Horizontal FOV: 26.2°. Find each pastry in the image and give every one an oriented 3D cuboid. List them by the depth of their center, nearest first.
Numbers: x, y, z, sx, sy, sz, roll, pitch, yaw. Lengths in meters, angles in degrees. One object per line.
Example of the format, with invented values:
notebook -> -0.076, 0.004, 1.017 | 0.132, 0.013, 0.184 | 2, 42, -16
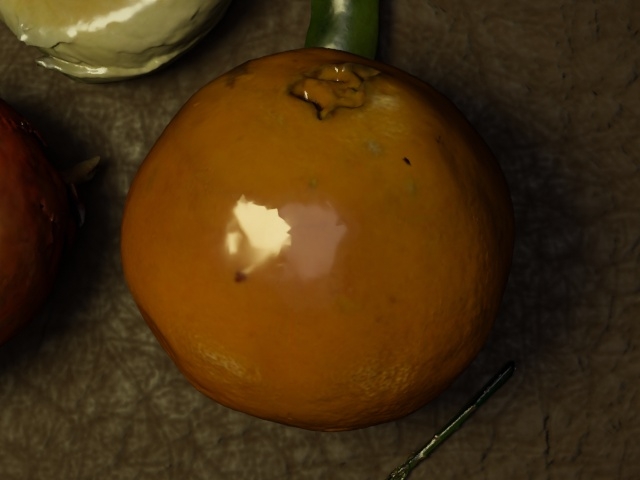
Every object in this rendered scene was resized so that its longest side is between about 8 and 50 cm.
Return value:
pastry -> -0.182, -0.265, 1.183 | 0.265, 0.133, 0.264 | 0, 88, 7

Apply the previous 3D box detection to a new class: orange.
orange -> 0.000, 0.000, 1.078 | 0.312, 0.312, 0.312 | 0, 89, 6

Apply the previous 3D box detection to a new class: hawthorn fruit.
hawthorn fruit -> -0.318, -0.019, 1.149 | 0.307, 0.276, 0.276 | -23, 86, -24

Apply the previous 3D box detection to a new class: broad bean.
broad bean -> 0.040, -0.267, 1.200 | 0.098, 0.056, 0.318 | 21, 89, 6

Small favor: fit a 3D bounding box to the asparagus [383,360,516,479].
asparagus -> 0.112, 0.165, 1.205 | 0.166, 0.016, 0.013 | -44, 99, 2
